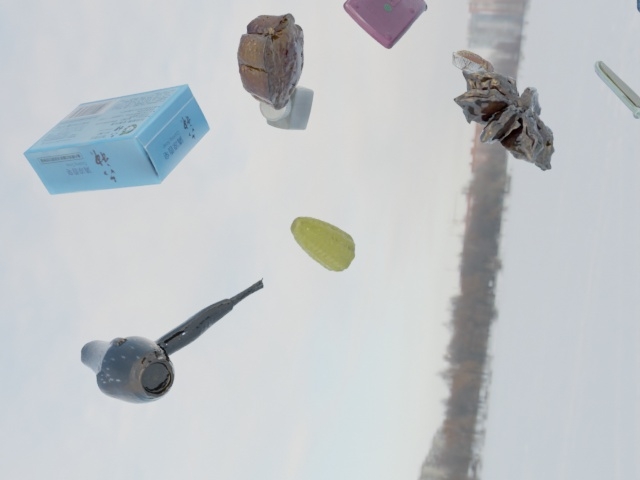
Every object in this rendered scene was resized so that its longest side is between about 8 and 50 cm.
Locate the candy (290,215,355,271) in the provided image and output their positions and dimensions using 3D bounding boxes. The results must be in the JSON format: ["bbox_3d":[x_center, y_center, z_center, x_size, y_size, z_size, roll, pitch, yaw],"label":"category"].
[{"bbox_3d":[0.000,0.000,1.971,0.106,0.094,0.199,-52,-46,5],"label":"candy"}]

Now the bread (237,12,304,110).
[{"bbox_3d":[-0.119,-0.471,2.105,0.232,0.135,0.247,-57,-26,-33],"label":"bread"}]

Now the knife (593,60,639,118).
[{"bbox_3d":[0.627,-0.253,1.576,0.027,0.061,0.343,-62,40,37],"label":"knife"}]

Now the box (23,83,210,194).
[{"bbox_3d":[-0.295,-0.144,1.164,0.143,0.232,0.083,-57,-45,-43],"label":"box"}]

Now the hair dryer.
[{"bbox_3d":[-0.254,0.163,1.457,0.359,0.303,0.120,-32,-74,-27],"label":"hair dryer"}]

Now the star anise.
[{"bbox_3d":[0.310,-0.204,1.293,0.089,0.209,0.231,-38,16,39],"label":"star anise"}]

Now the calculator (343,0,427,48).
[{"bbox_3d":[0.129,-0.451,1.538,0.034,0.126,0.190,-40,10,49],"label":"calculator"}]

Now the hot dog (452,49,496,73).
[{"bbox_3d":[0.384,-0.441,2.010,0.192,0.099,0.053,-1,-59,-59],"label":"hot dog"}]

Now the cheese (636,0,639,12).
[{"bbox_3d":[0.641,-0.557,1.521,0.083,0.203,0.320,-49,-40,-19],"label":"cheese"}]

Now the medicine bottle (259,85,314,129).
[{"bbox_3d":[-0.100,-0.394,2.361,0.188,0.088,0.132,-16,-58,-67],"label":"medicine bottle"}]
